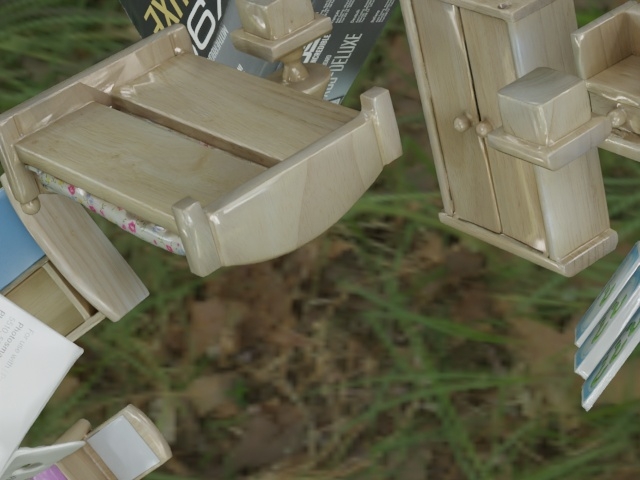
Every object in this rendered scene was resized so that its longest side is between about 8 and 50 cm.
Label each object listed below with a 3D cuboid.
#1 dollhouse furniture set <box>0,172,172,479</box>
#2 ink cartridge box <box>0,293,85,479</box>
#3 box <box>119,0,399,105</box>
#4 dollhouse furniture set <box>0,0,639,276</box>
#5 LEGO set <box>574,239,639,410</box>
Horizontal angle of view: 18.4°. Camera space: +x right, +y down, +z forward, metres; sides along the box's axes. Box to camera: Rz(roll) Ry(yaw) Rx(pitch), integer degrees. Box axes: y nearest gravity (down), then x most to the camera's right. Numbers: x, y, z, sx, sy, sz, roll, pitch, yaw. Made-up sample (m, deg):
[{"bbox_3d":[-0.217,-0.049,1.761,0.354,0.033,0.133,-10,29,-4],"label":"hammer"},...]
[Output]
[{"bbox_3d":[-0.267,0.130,1.402,0.198,0.303,0.286,-36,94,35],"label":"dollhouse furniture set"},{"bbox_3d":[-0.160,0.053,0.699,0.143,0.092,0.090,35,67,-8],"label":"ink cartridge box"},{"bbox_3d":[-0.032,-0.235,1.306,0.242,0.076,0.307,59,137,29],"label":"box"},{"bbox_3d":[0.000,0.000,1.076,0.303,0.355,0.174,24,137,49],"label":"dollhouse furniture set"},{"bbox_3d":[0.218,-0.024,1.234,0.060,0.182,0.244,34,104,-1],"label":"LEGO set"}]
